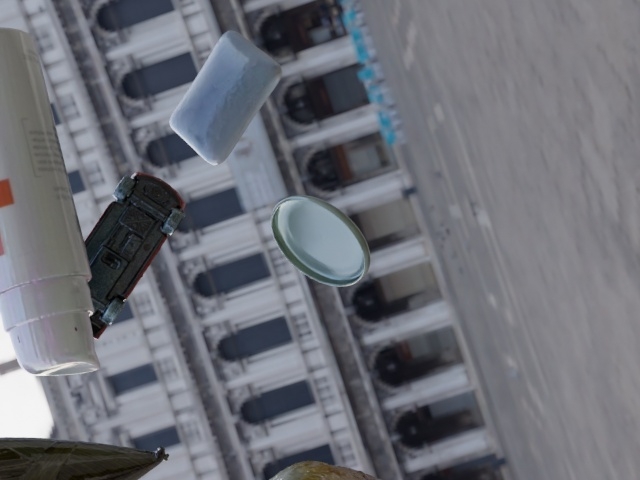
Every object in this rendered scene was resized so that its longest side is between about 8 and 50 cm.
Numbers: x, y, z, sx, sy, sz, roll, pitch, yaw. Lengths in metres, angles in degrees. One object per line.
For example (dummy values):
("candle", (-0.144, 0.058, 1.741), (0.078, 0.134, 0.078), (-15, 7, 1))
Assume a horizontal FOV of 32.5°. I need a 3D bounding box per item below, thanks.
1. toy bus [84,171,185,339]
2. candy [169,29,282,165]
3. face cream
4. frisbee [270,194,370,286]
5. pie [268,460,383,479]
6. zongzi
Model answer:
("toy bus", (-0.233, 0.016, 1.266), (0.081, 0.195, 0.089), (33, 174, -5))
("candy", (-0.139, -0.208, 1.596), (0.071, 0.174, 0.138), (24, -166, -50))
("face cream", (-0.294, -0.034, 1.086), (0.102, 0.102, 0.345), (51, -156, -78))
("frisbee", (0.000, 0.000, 1.061), (0.014, 0.110, 0.110), (-50, -47, -37))
("pie", (0.089, 0.243, 0.811), (0.315, 0.315, 0.092), (55, -125, -76))
("zongzi", (-0.318, 0.256, 1.182), (0.221, 0.242, 0.112), (35, -139, -63))
